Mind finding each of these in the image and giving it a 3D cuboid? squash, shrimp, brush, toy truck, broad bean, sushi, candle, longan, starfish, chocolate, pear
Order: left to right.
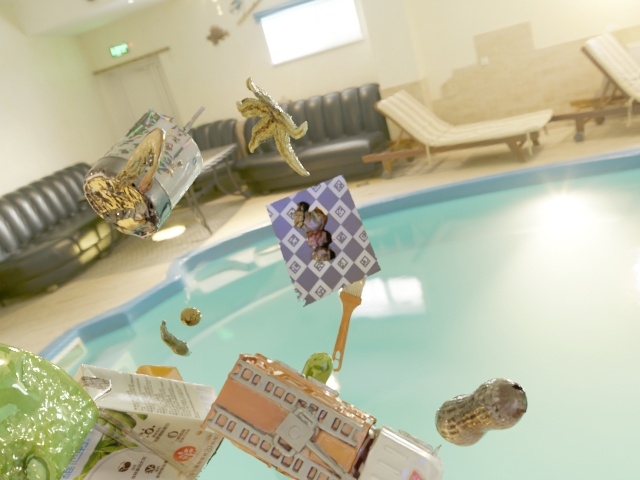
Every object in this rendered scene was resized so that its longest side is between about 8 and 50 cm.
[{"bbox_3d":[-0.491,0.258,0.669,0.238,0.318,0.342,-23,21,16],"label":"pear"},{"bbox_3d":[-0.320,-0.118,0.972,0.178,0.034,0.124,-40,46,28],"label":"shrimp"},{"bbox_3d":[-0.359,-0.175,1.206,0.187,0.187,0.330,-3,45,34],"label":"candle"},{"bbox_3d":[-0.501,0.355,1.892,0.046,0.195,0.061,-9,41,21],"label":"broad bean"},{"bbox_3d":[-0.456,0.268,1.928,0.075,0.075,0.083,-21,2,-13],"label":"longan"},{"bbox_3d":[-0.073,-0.176,0.887,0.053,0.176,0.208,-35,14,-16],"label":"starfish"},{"bbox_3d":[-0.024,0.342,1.282,0.066,0.201,0.066,18,26,-9],"label":"squash"},{"bbox_3d":[0.000,0.000,1.474,0.264,0.290,0.050,-24,9,-24],"label":"sushi"},{"bbox_3d":[0.008,0.333,0.893,0.387,0.207,0.173,25,76,13],"label":"toy truck"},{"bbox_3d":[0.075,0.255,1.685,0.017,0.314,0.090,8,6,-45],"label":"brush"},{"bbox_3d":[0.329,0.362,1.142,0.110,0.110,0.248,-31,-14,-38],"label":"chocolate"}]

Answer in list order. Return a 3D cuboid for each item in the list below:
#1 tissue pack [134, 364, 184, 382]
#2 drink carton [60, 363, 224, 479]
[{"bbox_3d":[-0.505,0.549,1.711,0.194,0.145,0.274,-55,47,10],"label":"tissue pack"},{"bbox_3d":[-0.374,0.390,1.131,0.194,0.324,0.132,-58,41,10],"label":"drink carton"}]
